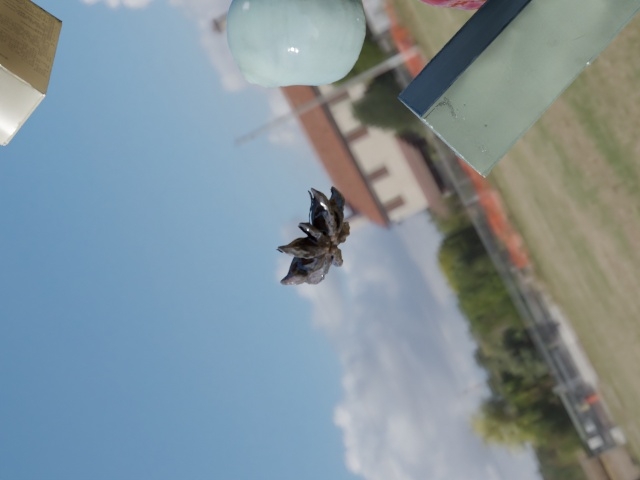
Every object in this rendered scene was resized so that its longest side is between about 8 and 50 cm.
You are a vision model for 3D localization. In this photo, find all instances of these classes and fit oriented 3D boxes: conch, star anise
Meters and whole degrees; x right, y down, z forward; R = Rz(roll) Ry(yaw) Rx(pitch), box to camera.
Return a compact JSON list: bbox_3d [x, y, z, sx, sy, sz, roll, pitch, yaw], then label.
[{"bbox_3d":[-0.039,-0.294,1.826,0.185,0.221,0.121,51,-135,-19],"label":"conch"},{"bbox_3d":[0.002,0.001,1.584,0.042,0.141,0.141,22,165,27],"label":"star anise"}]

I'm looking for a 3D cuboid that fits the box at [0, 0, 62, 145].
[{"bbox_3d":[-0.403,-0.229,1.429,0.212,0.095,0.168,33,-152,-25],"label":"box"}]

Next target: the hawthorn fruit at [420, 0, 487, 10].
[{"bbox_3d":[0.149,-0.335,1.360,0.253,0.205,0.205,60,-176,32],"label":"hawthorn fruit"}]

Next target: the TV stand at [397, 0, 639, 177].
[{"bbox_3d":[0.198,-0.190,1.150,0.088,0.269,0.083,41,-174,-23],"label":"TV stand"}]
